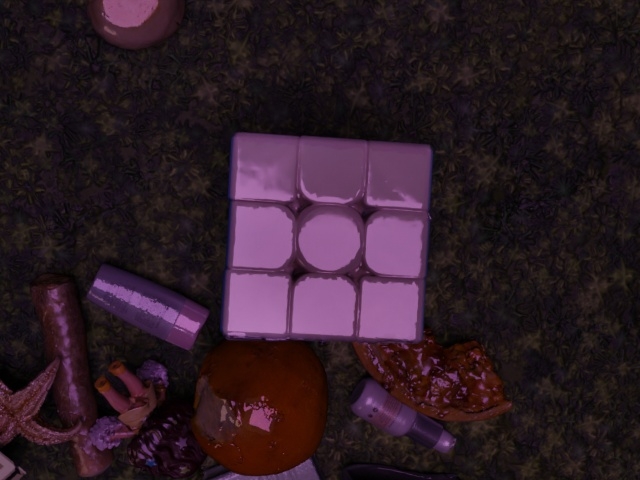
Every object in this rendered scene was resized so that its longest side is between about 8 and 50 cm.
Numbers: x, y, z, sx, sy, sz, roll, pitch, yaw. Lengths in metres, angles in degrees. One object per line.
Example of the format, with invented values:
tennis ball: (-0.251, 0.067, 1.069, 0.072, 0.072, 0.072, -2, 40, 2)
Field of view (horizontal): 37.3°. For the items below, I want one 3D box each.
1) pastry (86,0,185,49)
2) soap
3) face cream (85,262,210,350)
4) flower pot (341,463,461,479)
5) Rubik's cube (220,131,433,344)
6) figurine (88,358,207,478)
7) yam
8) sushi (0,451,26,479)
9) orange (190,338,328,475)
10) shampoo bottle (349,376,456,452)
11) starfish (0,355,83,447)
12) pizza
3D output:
pastry: (-0.288, -0.375, 1.477, 0.156, 0.092, 0.157, -3, 108, -8)
soap: (-0.098, 0.425, 1.660, 0.198, 0.063, 0.115, -23, 103, 1)
face cream: (-0.289, 0.108, 1.588, 0.198, 0.057, 0.084, 28, 99, -11)
flower pot: (0.143, 0.469, 1.667, 0.229, 0.103, 0.108, 8, 101, -6)
Rubik's cube: (0.000, 0.000, 1.447, 0.291, 0.290, 0.292, 2, 89, -4)
figurine: (-0.282, 0.297, 1.573, 0.175, 0.115, 0.240, -48, 112, -22)
yam: (-0.413, 0.230, 1.594, 0.081, 0.081, 0.357, -11, 103, -2)
sushi: (-0.719, 0.351, 1.589, 0.343, 0.064, 0.359, -41, 105, 19)
orange: (-0.097, 0.261, 1.540, 0.239, 0.240, 0.240, -1, 101, -4)
shampoo bottle: (0.145, 0.309, 1.652, 0.192, 0.074, 0.074, 31, 97, -11)
starfish: (-0.503, 0.270, 1.560, 0.238, 0.071, 0.216, 27, 120, 2)
pizza: (0.194, 0.216, 1.612, 0.305, 0.085, 0.161, 23, 77, -8)
